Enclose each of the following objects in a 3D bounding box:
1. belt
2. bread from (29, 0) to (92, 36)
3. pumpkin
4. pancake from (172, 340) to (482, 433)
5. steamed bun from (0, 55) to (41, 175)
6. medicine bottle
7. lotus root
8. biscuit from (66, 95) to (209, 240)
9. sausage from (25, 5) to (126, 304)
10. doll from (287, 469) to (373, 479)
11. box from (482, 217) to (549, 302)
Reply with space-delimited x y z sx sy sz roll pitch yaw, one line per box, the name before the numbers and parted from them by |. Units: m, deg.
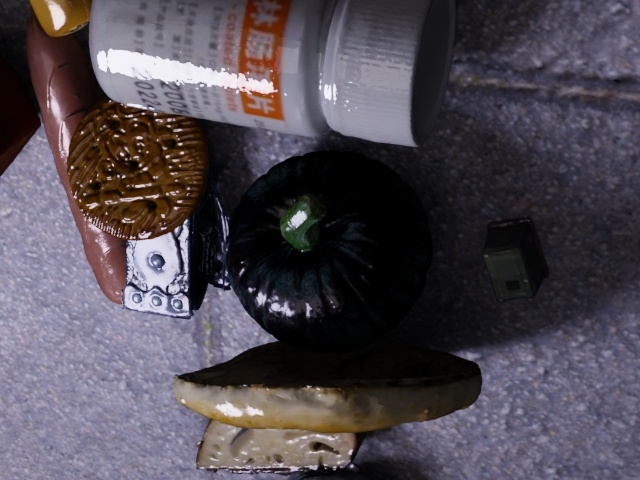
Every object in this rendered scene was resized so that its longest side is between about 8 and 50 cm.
belt | -0.174 -0.017 1.977 0.128 0.122 0.218 7 114 14
bread | -0.322 -0.354 1.845 0.074 0.092 0.239 9 129 49
pumpkin | 0.000 0.000 1.829 0.248 0.248 0.248 10 124 16
pancake | 0.010 0.172 1.883 0.387 0.387 0.082 2 96 20
steamed bun | -0.556 -0.112 1.998 0.248 0.235 0.379 45 130 -5
medicine bottle | -0.050 -0.226 1.745 0.372 0.211 0.211 11 124 16
lotus root | -0.062 0.240 2.128 0.261 0.074 0.170 0 120 23
biscuit | -0.221 -0.093 1.896 0.188 0.027 0.187 -1 87 19
sausage | -0.295 -0.095 2.003 0.088 0.088 0.433 -3 119 23
doll | -0.056 0.388 2.159 0.340 0.158 0.246 -12 156 20
box | 0.230 0.026 1.883 0.060 0.063 0.084 -6 117 26
